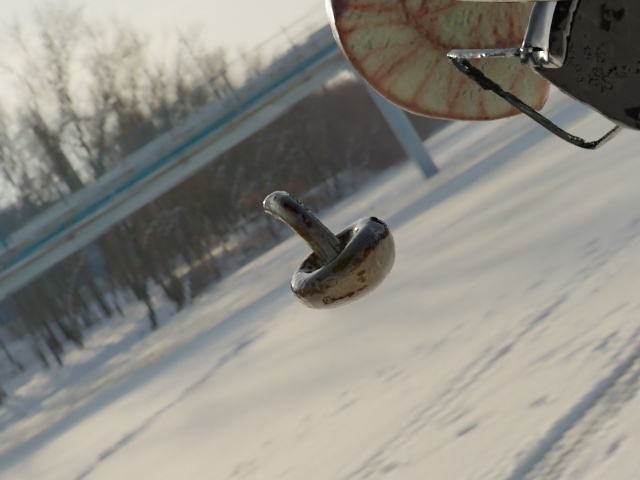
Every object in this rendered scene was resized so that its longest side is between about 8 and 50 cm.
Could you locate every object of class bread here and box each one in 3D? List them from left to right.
[{"bbox_3d":[0.154,-0.313,1.487,0.295,0.328,0.114,8,10,-5],"label":"bread"}]

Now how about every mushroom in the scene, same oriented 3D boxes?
[{"bbox_3d":[0.006,0.006,0.939,0.088,0.129,0.073,-45,-40,-1],"label":"mushroom"}]

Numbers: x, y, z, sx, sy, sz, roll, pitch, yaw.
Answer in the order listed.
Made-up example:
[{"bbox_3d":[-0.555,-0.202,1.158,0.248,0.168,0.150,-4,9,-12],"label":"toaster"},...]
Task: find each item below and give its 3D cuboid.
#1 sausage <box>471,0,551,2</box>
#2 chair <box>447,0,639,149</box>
[{"bbox_3d":[0.158,-0.186,0.618,0.252,0.123,0.123,1,17,26],"label":"sausage"},{"bbox_3d":[0.203,-0.153,0.861,0.140,0.145,0.221,-61,9,1],"label":"chair"}]
